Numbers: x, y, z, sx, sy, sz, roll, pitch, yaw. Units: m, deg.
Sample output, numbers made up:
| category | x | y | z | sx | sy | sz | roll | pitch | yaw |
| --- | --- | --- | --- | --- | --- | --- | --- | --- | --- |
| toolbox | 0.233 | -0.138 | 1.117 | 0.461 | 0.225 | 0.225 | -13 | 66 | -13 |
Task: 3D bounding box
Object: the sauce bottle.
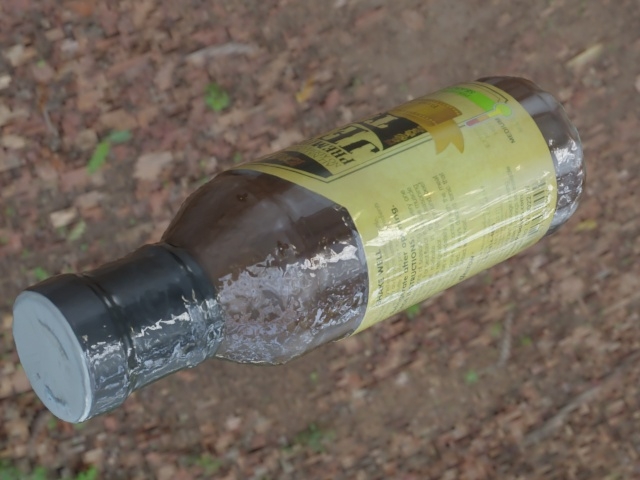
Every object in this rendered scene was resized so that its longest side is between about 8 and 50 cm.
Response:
| category | x | y | z | sx | sy | sz | roll | pitch | yaw |
| --- | --- | --- | --- | --- | --- | --- | --- | --- | --- |
| sauce bottle | 0.000 | 0.000 | 0.749 | 0.344 | 0.111 | 0.111 | -24 | 157 | -38 |
